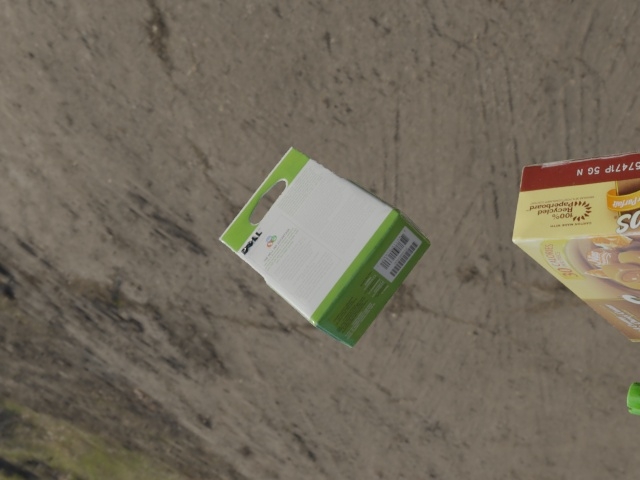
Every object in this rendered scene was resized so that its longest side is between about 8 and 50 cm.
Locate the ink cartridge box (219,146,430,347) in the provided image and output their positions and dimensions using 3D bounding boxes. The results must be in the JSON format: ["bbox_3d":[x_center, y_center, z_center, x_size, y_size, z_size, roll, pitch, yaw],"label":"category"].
[{"bbox_3d":[0.000,0.000,1.181,0.255,0.189,0.097,37,179,43],"label":"ink cartridge box"}]

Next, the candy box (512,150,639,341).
[{"bbox_3d":[0.348,0.020,0.821,0.183,0.087,0.316,-3,156,41],"label":"candy box"}]

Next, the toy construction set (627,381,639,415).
[{"bbox_3d":[0.415,0.253,0.806,0.237,0.309,0.257,8,150,34],"label":"toy construction set"}]
